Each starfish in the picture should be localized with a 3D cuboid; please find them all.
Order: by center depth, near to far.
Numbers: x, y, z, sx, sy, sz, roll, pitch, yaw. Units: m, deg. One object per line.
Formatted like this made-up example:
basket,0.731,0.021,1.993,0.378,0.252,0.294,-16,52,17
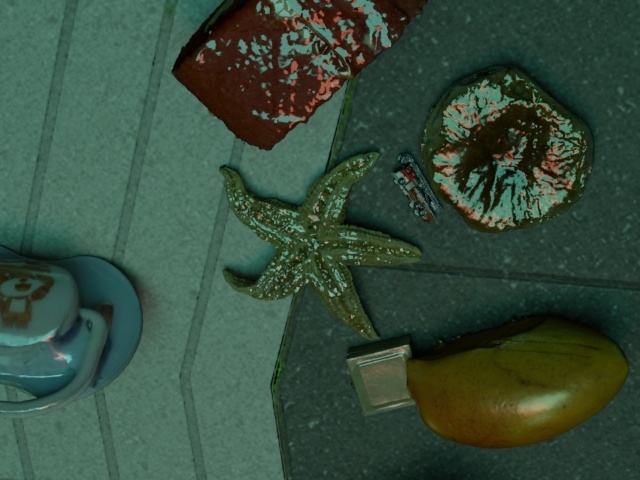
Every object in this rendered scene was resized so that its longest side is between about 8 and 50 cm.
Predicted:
starfish,0.000,0.000,1.726,0.236,0.062,0.277,-40,97,11

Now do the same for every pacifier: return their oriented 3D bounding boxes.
pacifier,-0.346,0.127,1.753,0.279,0.227,0.207,7,149,4

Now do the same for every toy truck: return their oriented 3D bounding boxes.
toy truck,0.107,-0.058,1.701,0.032,0.024,0.083,-36,105,-7

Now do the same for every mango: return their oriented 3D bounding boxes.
mango,0.228,0.160,1.705,0.252,0.154,0.126,-11,115,24

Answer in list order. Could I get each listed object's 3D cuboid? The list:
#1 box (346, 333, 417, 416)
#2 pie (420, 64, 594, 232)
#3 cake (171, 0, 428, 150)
box,0.077,0.160,1.774,0.083,0.035,0.079,-13,107,11
pie,0.204,-0.094,1.668,0.195,0.046,0.195,2,110,6
cake,-0.017,-0.231,1.577,0.151,0.177,0.283,44,113,-10
